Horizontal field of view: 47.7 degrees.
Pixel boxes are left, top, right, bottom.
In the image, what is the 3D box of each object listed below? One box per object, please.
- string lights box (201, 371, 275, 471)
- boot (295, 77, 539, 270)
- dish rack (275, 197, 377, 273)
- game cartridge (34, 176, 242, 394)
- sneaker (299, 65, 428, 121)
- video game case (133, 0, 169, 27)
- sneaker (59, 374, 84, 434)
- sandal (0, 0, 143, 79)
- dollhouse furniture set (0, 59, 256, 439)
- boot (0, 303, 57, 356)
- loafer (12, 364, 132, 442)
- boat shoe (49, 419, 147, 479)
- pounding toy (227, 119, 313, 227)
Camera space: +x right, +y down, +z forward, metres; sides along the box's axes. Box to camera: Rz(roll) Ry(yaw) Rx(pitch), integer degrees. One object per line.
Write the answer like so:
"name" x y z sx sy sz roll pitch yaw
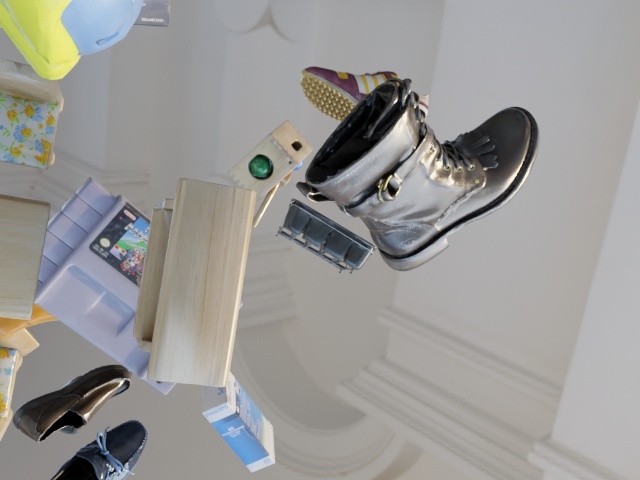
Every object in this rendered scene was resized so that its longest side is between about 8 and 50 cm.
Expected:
"string lights box" -0.213 0.473 1.908 0.076 0.260 0.133 -25 -149 9
"boot" 0.116 -0.092 0.756 0.091 0.263 0.229 42 176 37
"dish rack" 0.000 0.000 1.616 0.208 0.074 0.271 32 173 -4
"game cartridge" -0.333 0.083 1.265 0.355 0.230 0.068 42 179 -23
"sneaker" 0.062 -0.207 1.016 0.185 0.084 0.069 26 156 -7
"video game case" -0.392 -0.574 1.448 0.196 0.274 0.026 -8 -154 -35
"sneaker" -0.656 0.420 1.948 0.101 0.267 0.106 26 -137 -13
"sandal" -0.131 -0.191 0.404 0.138 0.126 0.317 -28 -146 0
"dollhouse furniture set" -0.287 0.015 0.677 0.394 0.362 0.256 10 176 -17
"boot" -0.583 0.085 1.498 0.104 0.211 0.295 23 -121 43
"loafer" -0.430 0.299 1.298 0.220 0.080 0.078 -25 -121 -35
"boat shoe" -0.416 0.428 1.333 0.109 0.089 0.258 35 -130 10
"pounding toy" -0.087 -0.117 1.255 0.100 0.130 0.141 48 -156 -8
